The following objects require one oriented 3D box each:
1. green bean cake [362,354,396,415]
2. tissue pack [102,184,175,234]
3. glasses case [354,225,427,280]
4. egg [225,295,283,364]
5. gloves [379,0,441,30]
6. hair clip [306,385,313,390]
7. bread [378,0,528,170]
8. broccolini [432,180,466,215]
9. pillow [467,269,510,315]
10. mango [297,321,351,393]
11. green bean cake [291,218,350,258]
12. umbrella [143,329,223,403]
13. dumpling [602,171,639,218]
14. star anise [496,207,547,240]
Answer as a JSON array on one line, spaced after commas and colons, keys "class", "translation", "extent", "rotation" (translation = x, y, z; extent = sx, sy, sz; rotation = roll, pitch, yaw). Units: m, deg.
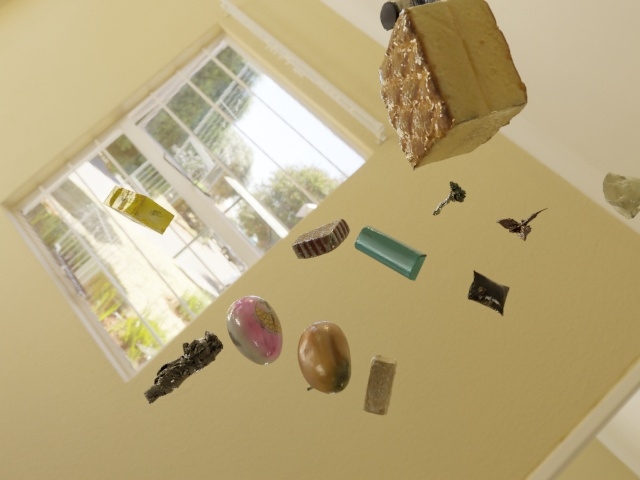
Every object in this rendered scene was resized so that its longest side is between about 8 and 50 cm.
[{"class": "green bean cake", "translation": [0.198, 0.476, 1.633], "extent": [0.085, 0.179, 0.109], "rotation": [10, -5, 12]}, {"class": "tissue pack", "translation": [-0.450, -0.078, 1.219], "extent": [0.176, 0.062, 0.095], "rotation": [19, -16, 44]}, {"class": "glasses case", "translation": [0.273, 0.044, 1.982], "extent": [0.070, 0.117, 0.301], "rotation": [14, 12, -47]}, {"class": "egg", "translation": [-0.240, 0.332, 1.823], "extent": [0.271, 0.197, 0.196], "rotation": [61, -2, 17]}, {"class": "gloves", "translation": [0.236, -0.583, 1.229], "extent": [0.097, 0.229, 0.119], "rotation": [26, -40, 23]}, {"class": "hair clip", "translation": [0.019, 0.554, 1.946], "extent": [0.049, 0.173, 0.049], "rotation": [37, -47, 55]}, {"class": "bread", "translation": [0.279, -0.345, 1.108], "extent": [0.279, 0.207, 0.278], "rotation": [111, -40, -75]}, {"class": "broccolini", "translation": [0.455, -0.141, 1.745], "extent": [0.254, 0.058, 0.071], "rotation": [99, -11, -77]}, {"class": "pillow", "translation": [0.497, 0.156, 1.461], "extent": [0.150, 0.090, 0.048], "rotation": [24, 1, -21]}, {"class": "mango", "translation": [0.010, 0.317, 1.320], "extent": [0.120, 0.151, 0.221], "rotation": [31, 29, -32]}, {"class": "green bean cake", "translation": [0.000, 0.000, 2.245], "extent": [0.097, 0.233, 0.198], "rotation": [64, 29, -15]}, {"class": "umbrella", "translation": [-0.523, 0.472, 1.852], "extent": [0.128, 0.337, 0.154], "rotation": [53, -29, -1]}, {"class": "dumpling", "translation": [0.873, -0.143, 1.421], "extent": [0.134, 0.169, 0.100], "rotation": [43, -15, 12]}, {"class": "star anise", "translation": [0.856, -0.084, 2.072], "extent": [0.158, 0.141, 0.144], "rotation": [-126, -141, -48]}]
